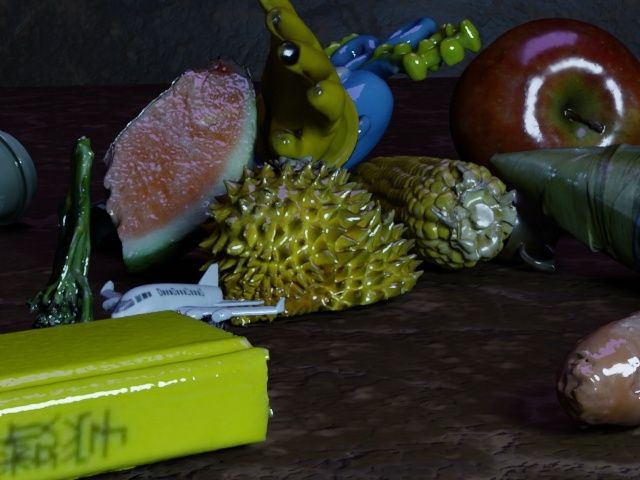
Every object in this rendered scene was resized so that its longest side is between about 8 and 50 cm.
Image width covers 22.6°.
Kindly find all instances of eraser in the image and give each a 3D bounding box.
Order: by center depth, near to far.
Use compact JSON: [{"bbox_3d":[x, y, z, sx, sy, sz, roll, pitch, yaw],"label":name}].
[{"bbox_3d":[-0.159,0.102,1.024,0.226,0.069,0.158,-8,14,-29],"label":"eraser"}]

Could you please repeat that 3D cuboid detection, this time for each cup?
[{"bbox_3d":[-0.399,-0.055,1.782,0.120,0.120,0.141,7,28,35],"label":"cup"}]

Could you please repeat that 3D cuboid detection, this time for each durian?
[{"bbox_3d":[-0.006,-0.011,1.445,0.183,0.138,0.249,-7,3,14],"label":"durian"}]

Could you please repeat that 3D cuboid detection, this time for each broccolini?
[{"bbox_3d":[-0.197,0.010,1.208,0.074,0.201,0.058,-11,-18,22],"label":"broccolini"}]

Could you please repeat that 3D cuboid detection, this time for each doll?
[{"bbox_3d":[0.006,-0.156,1.827,0.346,0.099,0.341,-40,22,-3],"label":"doll"}]

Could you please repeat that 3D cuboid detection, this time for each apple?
[{"bbox_3d":[0.254,-0.136,1.779,0.230,0.230,0.230,-1,11,0],"label":"apple"}]

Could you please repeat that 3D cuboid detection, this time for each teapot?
[{"bbox_3d":[0.205,-0.010,1.560,0.068,0.076,0.121,8,35,-18],"label":"teapot"}]

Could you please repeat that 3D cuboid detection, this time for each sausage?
[{"bbox_3d":[0.257,0.066,1.133,0.087,0.079,0.326,-12,4,31],"label":"sausage"}]

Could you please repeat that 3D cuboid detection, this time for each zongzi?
[{"bbox_3d":[0.331,-0.044,1.486,0.251,0.125,0.274,-10,26,-41],"label":"zongzi"}]

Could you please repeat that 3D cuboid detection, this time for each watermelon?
[{"bbox_3d":[-0.122,-0.050,1.559,0.128,0.146,0.231,38,72,19],"label":"watermelon"}]

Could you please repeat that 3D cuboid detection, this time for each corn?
[{"bbox_3d":[0.097,-0.033,1.604,0.106,0.106,0.305,-5,7,-19],"label":"corn"}]

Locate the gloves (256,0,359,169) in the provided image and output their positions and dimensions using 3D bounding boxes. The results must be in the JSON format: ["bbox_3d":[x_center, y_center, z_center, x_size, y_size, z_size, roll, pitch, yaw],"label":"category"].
[{"bbox_3d":[-0.026,-0.148,1.529,0.116,0.133,0.294,-35,-11,-4],"label":"gloves"}]

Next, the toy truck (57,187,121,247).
[{"bbox_3d":[-0.209,-0.019,1.678,0.080,0.078,0.154,-9,-3,-37],"label":"toy truck"}]

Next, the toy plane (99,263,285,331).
[{"bbox_3d":[-0.116,0.057,1.258,0.162,0.065,0.171,4,14,24],"label":"toy plane"}]
